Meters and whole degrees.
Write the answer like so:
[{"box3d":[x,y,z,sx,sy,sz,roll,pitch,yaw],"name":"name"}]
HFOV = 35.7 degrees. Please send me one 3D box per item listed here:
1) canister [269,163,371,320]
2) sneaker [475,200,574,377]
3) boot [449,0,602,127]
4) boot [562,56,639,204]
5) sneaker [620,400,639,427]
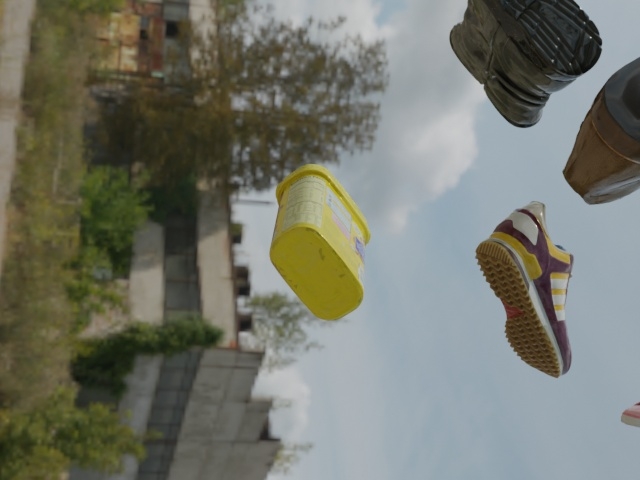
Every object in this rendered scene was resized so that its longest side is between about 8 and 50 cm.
[{"box3d":[0.000,0.000,1.125,0.073,0.126,0.170,-32,-160,17],"name":"canister"},{"box3d":[0.215,0.050,0.949,0.069,0.084,0.185,23,-33,48],"name":"sneaker"},{"box3d":[0.151,-0.225,0.948,0.246,0.083,0.161,57,-17,3],"name":"boot"},{"box3d":[0.329,-0.123,0.882,0.112,0.305,0.115,54,-30,19],"name":"boot"},{"box3d":[0.397,0.175,1.125,0.051,0.134,0.070,-178,-92,-69],"name":"sneaker"}]
